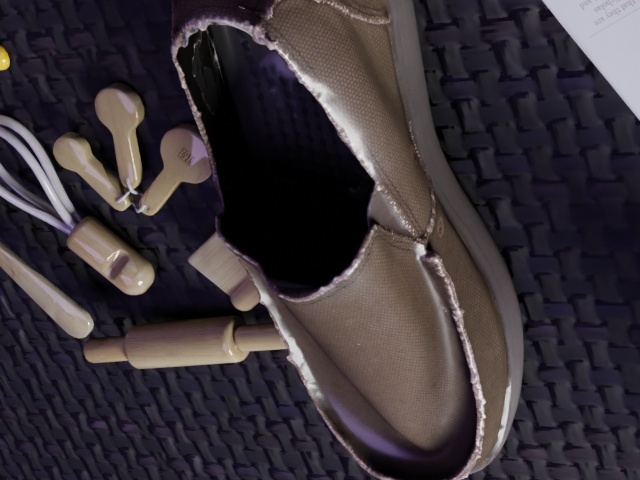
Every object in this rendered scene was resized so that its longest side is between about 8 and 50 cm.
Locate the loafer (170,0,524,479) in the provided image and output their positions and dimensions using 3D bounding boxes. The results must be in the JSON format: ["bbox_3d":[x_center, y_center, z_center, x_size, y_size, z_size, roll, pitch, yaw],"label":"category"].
[{"bbox_3d":[0.000,0.000,0.749,0.134,0.130,0.365,-2,125,31],"label":"loafer"}]

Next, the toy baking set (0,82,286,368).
[{"bbox_3d":[-0.128,-0.002,0.920,0.256,0.030,0.196,-11,113,33],"label":"toy baking set"}]

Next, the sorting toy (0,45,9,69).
[{"bbox_3d":[-0.231,-0.092,0.874,0.045,0.075,0.083,46,138,-9],"label":"sorting toy"}]

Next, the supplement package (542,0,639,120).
[{"bbox_3d":[0.180,-0.090,0.571,0.179,0.105,0.105,49,137,-11],"label":"supplement package"}]
